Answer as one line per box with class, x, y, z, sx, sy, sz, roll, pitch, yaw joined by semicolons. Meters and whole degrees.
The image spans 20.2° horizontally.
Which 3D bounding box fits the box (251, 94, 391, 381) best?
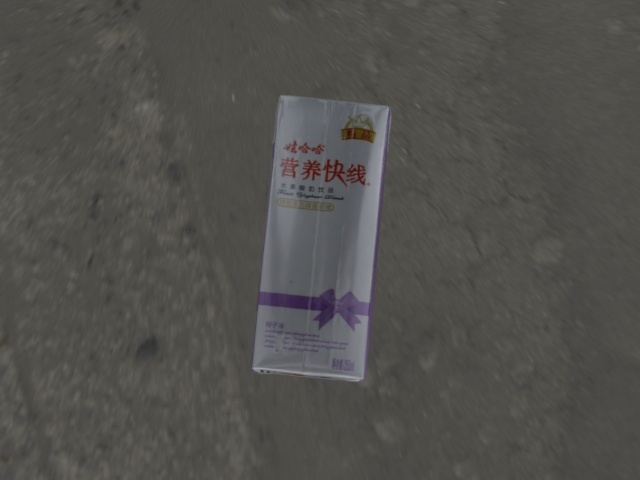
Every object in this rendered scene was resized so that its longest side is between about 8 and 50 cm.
box;0.000;0.000;0.749;0.051;0.036;0.117;8;82;-4
